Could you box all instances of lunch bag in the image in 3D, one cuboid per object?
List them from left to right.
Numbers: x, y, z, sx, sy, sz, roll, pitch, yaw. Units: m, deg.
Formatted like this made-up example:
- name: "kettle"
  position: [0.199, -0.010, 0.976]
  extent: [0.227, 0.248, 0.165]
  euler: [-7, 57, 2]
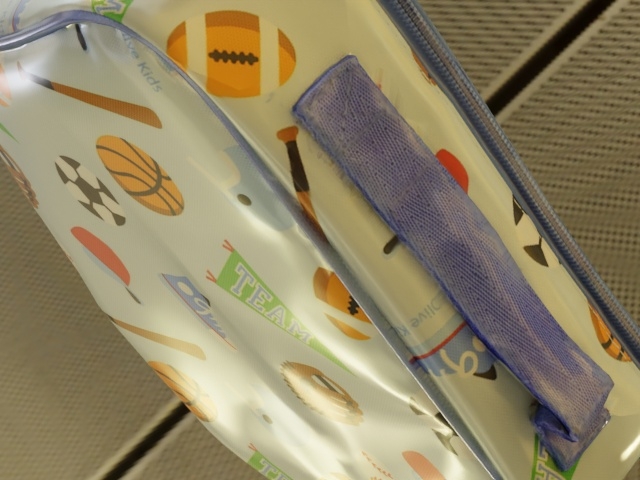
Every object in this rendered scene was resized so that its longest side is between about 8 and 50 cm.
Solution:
- name: "lunch bag"
  position: [0.000, 0.000, 0.643]
  extent: [0.303, 0.115, 0.243]
  euler: [51, -24, -22]
